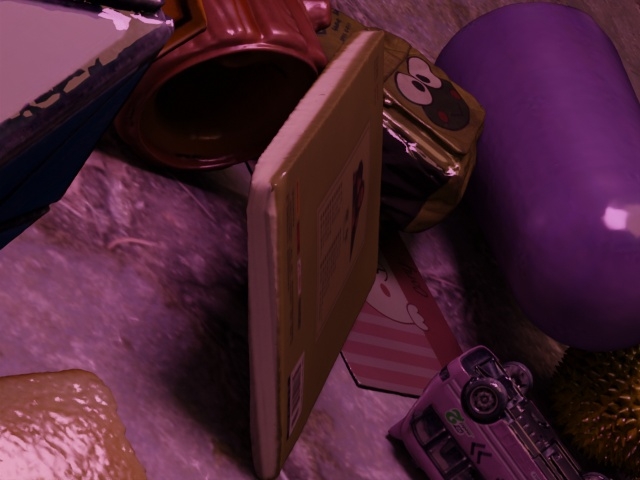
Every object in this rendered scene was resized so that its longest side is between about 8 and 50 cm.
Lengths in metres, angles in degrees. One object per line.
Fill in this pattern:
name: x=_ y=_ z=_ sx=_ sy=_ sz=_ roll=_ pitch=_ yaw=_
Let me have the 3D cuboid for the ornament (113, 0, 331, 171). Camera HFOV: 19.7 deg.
ornament: x=-0.100 y=-0.188 z=1.531 sx=0.221 sy=0.235 sz=0.217 roll=-14 pitch=58 yaw=-11

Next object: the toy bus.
toy bus: x=0.151 y=0.188 z=1.486 sx=0.199 sy=0.108 sz=0.096 roll=54 pitch=21 yaw=8

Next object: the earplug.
earplug: x=0.239 y=-0.054 z=1.777 sx=0.215 sy=0.215 sz=0.456 roll=36 pitch=19 yaw=-22

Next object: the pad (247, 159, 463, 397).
pad: x=0.036 y=0.021 z=1.665 sx=0.202 sy=0.005 sz=0.299 roll=15 pitch=40 yaw=-49

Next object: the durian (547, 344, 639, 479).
durian: x=0.298 y=0.147 z=1.729 sx=0.159 sy=0.146 sz=0.198 roll=41 pitch=22 yaw=-9

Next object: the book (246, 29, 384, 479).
book: x=0.000 y=0.000 z=1.422 sx=0.035 sy=0.239 sz=0.352 roll=5 pitch=24 yaw=12

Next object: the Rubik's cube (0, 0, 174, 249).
Rubik's cube: x=-0.269 y=-0.093 z=0.957 sx=0.255 sy=0.260 sz=0.259 roll=47 pitch=55 yaw=0

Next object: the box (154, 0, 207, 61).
box: x=-0.204 y=-0.233 z=1.091 sx=0.301 sy=0.084 sz=0.193 roll=34 pitch=-31 yaw=42

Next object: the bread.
bread: x=-0.198 y=0.145 z=0.909 sx=0.257 sy=0.186 sz=0.124 roll=-1 pitch=57 yaw=-48

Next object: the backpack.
backpack: x=0.027 y=-0.118 z=1.697 sx=0.253 sy=0.140 sz=0.207 roll=36 pitch=24 yaw=-4
